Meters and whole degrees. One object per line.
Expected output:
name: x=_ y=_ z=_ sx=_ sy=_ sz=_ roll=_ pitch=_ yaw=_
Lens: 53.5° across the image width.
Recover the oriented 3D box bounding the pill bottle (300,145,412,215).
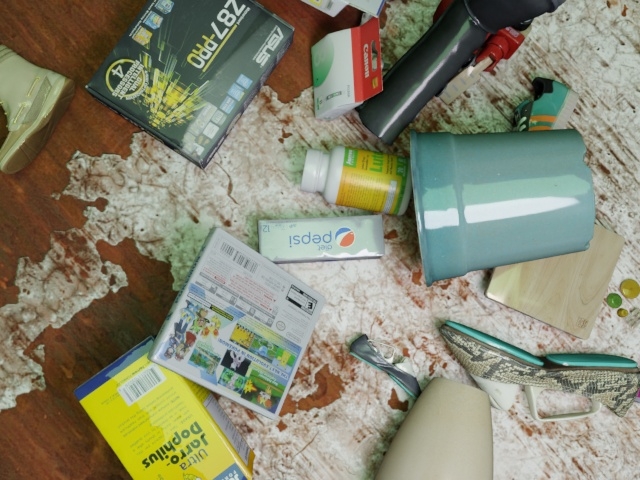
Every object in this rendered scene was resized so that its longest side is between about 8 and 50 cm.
pill bottle: x=0.082 y=-0.143 z=1.458 sx=0.245 sy=0.136 sz=0.136 roll=10 pitch=83 yaw=-3

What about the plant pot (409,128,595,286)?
plant pot: x=0.371 y=-0.087 z=1.328 sx=0.334 sy=0.341 sz=0.341 roll=-7 pitch=84 yaw=12

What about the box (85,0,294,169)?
box: x=-0.298 y=-0.414 z=1.484 sx=0.318 sy=0.097 sz=0.395 roll=34 pitch=83 yaw=-3

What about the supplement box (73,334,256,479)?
supplement box: x=-0.318 y=0.395 z=1.347 sx=0.195 sy=0.194 sz=0.356 roll=-36 pitch=87 yaw=-6

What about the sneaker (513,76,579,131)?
sneaker: x=0.501 y=-0.256 z=1.518 sx=0.121 sy=0.108 sz=0.302 roll=29 pitch=75 yaw=1

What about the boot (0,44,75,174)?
boot: x=-0.714 y=-0.300 z=1.445 sx=0.203 sy=0.095 sz=0.262 roll=29 pitch=81 yaw=-1

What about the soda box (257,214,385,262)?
soda box: x=0.000 y=0.000 z=1.461 sx=0.286 sy=0.091 sz=0.098 roll=-3 pitch=83 yaw=-4

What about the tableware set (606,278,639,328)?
tableware set: x=0.773 y=0.133 z=1.533 sx=0.154 sy=0.024 sz=0.104 roll=-37 pitch=84 yaw=-5

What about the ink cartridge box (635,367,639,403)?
ink cartridge box: x=0.916 y=0.332 z=1.502 sx=0.311 sy=0.065 sz=0.186 roll=15 pitch=84 yaw=-4

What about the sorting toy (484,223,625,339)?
sorting toy: x=0.536 y=0.064 z=1.490 sx=0.255 sy=0.089 sz=0.257 roll=24 pitch=83 yaw=-1

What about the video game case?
video game case: x=-0.162 y=0.181 z=1.349 sx=0.329 sy=0.036 sz=0.300 roll=36 pitch=66 yaw=-31

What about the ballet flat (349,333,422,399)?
ballet flat: x=0.163 y=0.282 z=1.452 sx=0.203 sy=0.074 sz=0.074 roll=35 pitch=83 yaw=3

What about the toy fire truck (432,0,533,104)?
toy fire truck: x=0.350 y=-0.475 z=1.521 sx=0.217 sy=0.158 sz=0.246 roll=36 pitch=73 yaw=0

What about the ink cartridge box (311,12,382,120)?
ink cartridge box: x=0.055 y=-0.391 z=1.443 sx=0.056 sy=0.224 sz=0.181 roll=0 pitch=83 yaw=-27

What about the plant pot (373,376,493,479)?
plant pot: x=0.268 y=0.446 z=1.368 sx=0.256 sy=0.256 sz=0.274 roll=20 pitch=75 yaw=-1

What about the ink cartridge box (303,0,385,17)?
ink cartridge box: x=0.023 y=-0.649 z=1.432 sx=0.307 sy=0.072 sz=0.304 roll=27 pitch=60 yaw=-9

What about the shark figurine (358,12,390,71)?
shark figurine: x=0.135 y=-0.477 z=1.534 sx=0.116 sy=0.166 sz=0.278 roll=22 pitch=63 yaw=-26

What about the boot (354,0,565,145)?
boot: x=0.257 y=-0.382 z=1.312 sx=0.445 sy=0.367 sz=0.146 roll=-41 pitch=101 yaw=16

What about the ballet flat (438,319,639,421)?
ballet flat: x=0.488 y=0.316 z=1.434 sx=0.482 sy=0.164 sz=0.182 roll=12 pitch=93 yaw=-6
